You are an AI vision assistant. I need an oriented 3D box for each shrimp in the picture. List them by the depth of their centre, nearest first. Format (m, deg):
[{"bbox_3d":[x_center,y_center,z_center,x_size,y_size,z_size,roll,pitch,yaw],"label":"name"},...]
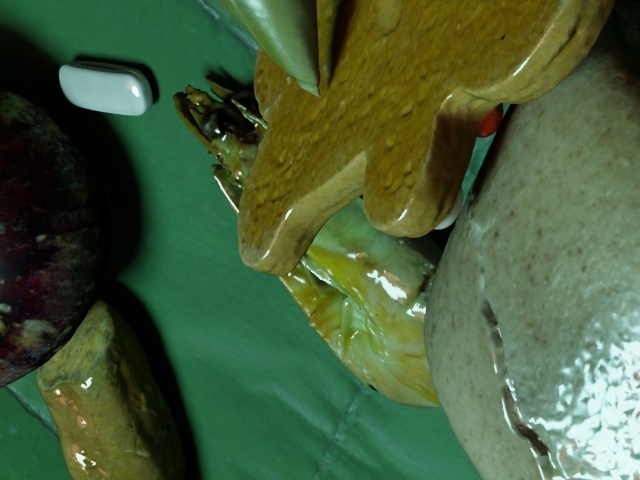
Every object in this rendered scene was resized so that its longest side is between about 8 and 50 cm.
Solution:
[{"bbox_3d":[-0.001,0.000,1.042,0.267,0.061,0.145,44,149,7],"label":"shrimp"}]

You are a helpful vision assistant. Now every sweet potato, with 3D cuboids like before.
[{"bbox_3d":[-0.157,0.164,1.281,0.097,0.097,0.252,10,122,40],"label":"sweet potato"}]

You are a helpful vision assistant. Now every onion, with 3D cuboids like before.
[{"bbox_3d":[-0.268,-0.008,1.189,0.246,0.190,0.246,4,105,15],"label":"onion"}]

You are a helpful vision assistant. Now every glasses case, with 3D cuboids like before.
[{"bbox_3d":[-0.147,-0.105,1.133,0.083,0.021,0.032,11,127,39],"label":"glasses case"}]

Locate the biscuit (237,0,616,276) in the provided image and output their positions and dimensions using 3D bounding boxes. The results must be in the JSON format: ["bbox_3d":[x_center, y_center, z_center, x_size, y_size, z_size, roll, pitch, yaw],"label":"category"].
[{"bbox_3d":[0.051,-0.090,0.841,0.049,0.205,0.324,18,153,-24],"label":"biscuit"}]

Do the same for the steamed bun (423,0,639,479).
[{"bbox_3d":[0.182,0.050,0.787,0.301,0.199,0.252,39,138,18],"label":"steamed bun"}]

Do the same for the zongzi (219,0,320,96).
[{"bbox_3d":[-0.116,-0.234,0.906,0.273,0.145,0.300,14,122,43],"label":"zongzi"}]
